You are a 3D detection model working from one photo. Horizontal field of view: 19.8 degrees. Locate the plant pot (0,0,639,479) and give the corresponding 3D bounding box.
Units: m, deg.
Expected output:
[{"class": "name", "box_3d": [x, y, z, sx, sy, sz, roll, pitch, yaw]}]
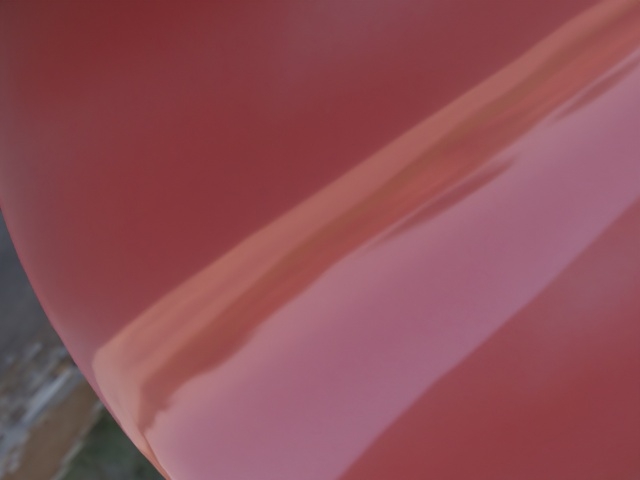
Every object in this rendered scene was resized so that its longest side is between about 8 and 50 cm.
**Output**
[{"class": "plant pot", "box_3d": [0.075, -0.058, 0.547, 0.243, 0.275, 0.275, -33, -175, 33]}]
